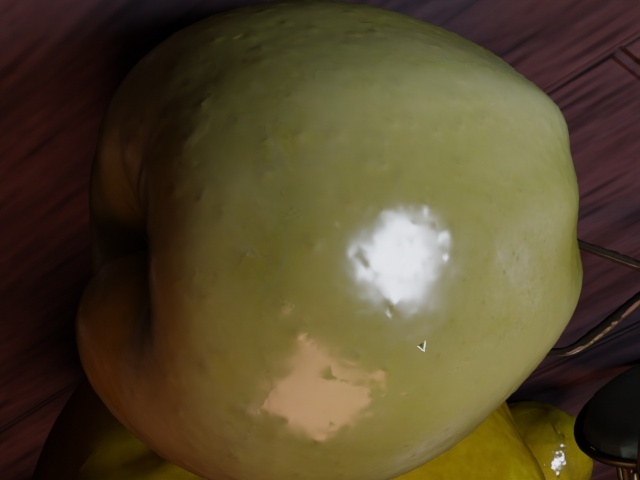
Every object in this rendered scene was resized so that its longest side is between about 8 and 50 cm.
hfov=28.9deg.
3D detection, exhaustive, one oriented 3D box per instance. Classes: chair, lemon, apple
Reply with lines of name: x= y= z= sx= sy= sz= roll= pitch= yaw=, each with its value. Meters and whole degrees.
chair: x=0.225 y=0.104 z=0.745 sx=0.160 sy=0.170 sz=0.325 roll=-17 pitch=106 yaw=12
lemon: x=0.131 y=0.152 z=0.842 sx=0.111 sy=0.082 sz=0.082 roll=-25 pitch=145 yaw=25
apple: x=0.000 y=0.000 z=0.468 sx=0.200 sy=0.200 sz=0.200 roll=-7 pitch=149 yaw=-4

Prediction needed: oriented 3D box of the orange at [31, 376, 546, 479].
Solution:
orange: x=-0.021 y=0.149 z=0.621 sx=0.279 sy=0.279 sz=0.235 roll=-18 pitch=125 yaw=14
